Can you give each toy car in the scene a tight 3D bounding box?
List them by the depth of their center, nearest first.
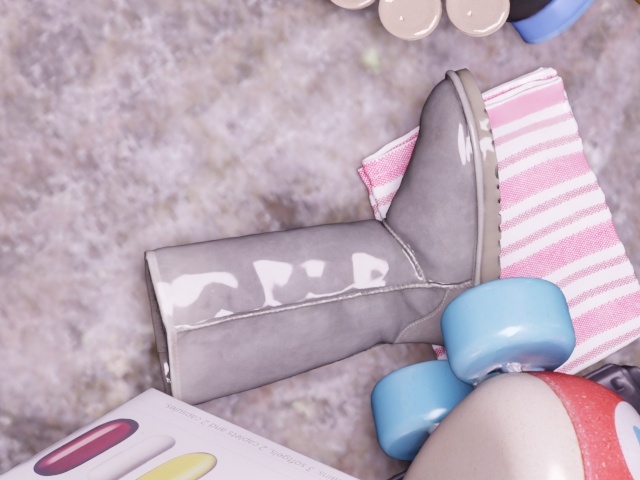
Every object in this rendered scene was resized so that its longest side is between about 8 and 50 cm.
[{"bbox_3d":[0.177,0.156,1.033,0.238,0.210,0.219,1,61,-23],"label":"toy car"}]

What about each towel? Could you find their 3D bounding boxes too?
[{"bbox_3d":[0.121,0.006,1.129,0.144,0.029,0.197,-28,107,-12],"label":"towel"}]

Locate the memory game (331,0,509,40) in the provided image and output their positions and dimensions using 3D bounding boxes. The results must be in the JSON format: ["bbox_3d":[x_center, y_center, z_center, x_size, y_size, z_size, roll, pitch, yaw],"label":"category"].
[{"bbox_3d":[0.069,-0.206,1.040,0.186,0.012,0.186,-1,86,8],"label":"memory game"}]

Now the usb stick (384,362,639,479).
[{"bbox_3d":[0.095,0.165,1.139,0.278,0.045,0.077,-26,97,-13],"label":"usb stick"}]

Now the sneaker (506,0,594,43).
[{"bbox_3d":[0.169,-0.232,1.077,0.090,0.081,0.232,39,86,-25],"label":"sneaker"}]

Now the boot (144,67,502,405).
[{"bbox_3d":[0.000,0.000,1.055,0.209,0.076,0.189,-4,104,-4],"label":"boot"}]

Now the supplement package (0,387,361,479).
[{"bbox_3d":[-0.043,0.229,0.947,0.145,0.262,0.204,-29,125,-40],"label":"supplement package"}]

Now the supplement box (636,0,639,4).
[{"bbox_3d":[0.310,-0.160,1.076,0.191,0.194,0.129,35,87,-21],"label":"supplement box"}]
